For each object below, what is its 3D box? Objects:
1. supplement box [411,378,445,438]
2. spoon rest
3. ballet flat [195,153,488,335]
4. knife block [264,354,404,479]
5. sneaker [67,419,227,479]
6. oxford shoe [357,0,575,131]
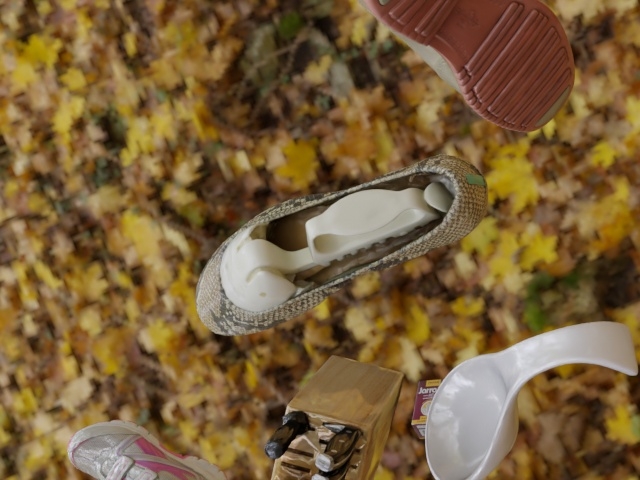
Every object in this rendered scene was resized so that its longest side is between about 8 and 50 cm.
[{"bbox_3d":[0.178,0.261,1.927,0.083,0.055,0.043,-76,-32,-41],"label":"supplement box"},{"bbox_3d":[0.192,0.158,1.268,0.276,0.084,0.137,-40,39,40],"label":"spoon rest"},{"bbox_3d":[0.000,0.000,1.747,0.164,0.482,0.182,70,-163,10],"label":"ballet flat"},{"bbox_3d":[0.012,0.189,1.230,0.242,0.088,0.276,90,-163,-55],"label":"knife block"},{"bbox_3d":[-0.267,0.357,1.866,0.111,0.252,0.103,-66,-4,-64],"label":"sneaker"},{"bbox_3d":[0.158,-0.257,1.422,0.397,0.140,0.146,35,-172,-45],"label":"oxford shoe"}]
